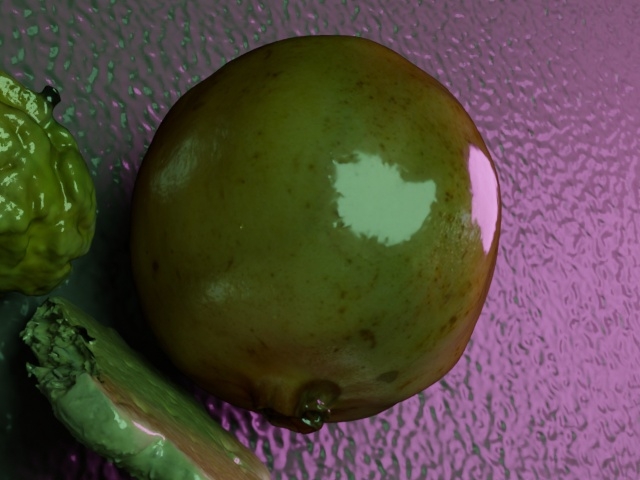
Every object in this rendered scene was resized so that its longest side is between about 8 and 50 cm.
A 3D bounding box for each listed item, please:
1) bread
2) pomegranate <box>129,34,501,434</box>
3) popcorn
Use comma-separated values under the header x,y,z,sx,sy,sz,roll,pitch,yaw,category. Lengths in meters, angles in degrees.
x,y,z,sx,sy,sz,roll,pitch,yaw,category
-0.098,0.113,0.978,0.182,0.251,0.039,42,90,-18,bread
0.000,0.000,1.069,0.264,0.264,0.264,17,59,-31,pomegranate
-0.216,-0.037,0.999,0.167,0.148,0.152,43,82,8,popcorn
